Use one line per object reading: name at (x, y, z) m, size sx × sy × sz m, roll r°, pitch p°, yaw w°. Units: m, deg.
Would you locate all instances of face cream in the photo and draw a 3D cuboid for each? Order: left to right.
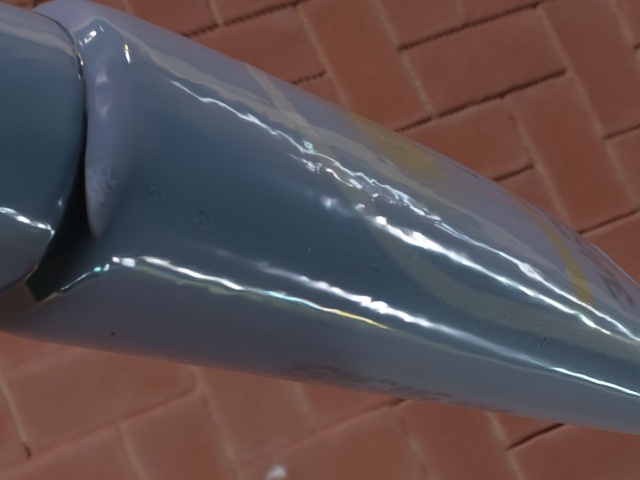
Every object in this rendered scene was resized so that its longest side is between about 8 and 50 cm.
face cream at (0.000, 0.000, 0.442) m, size 0.385 × 0.086 × 0.135 m, roll 15°, pitch 23°, yaw -40°
